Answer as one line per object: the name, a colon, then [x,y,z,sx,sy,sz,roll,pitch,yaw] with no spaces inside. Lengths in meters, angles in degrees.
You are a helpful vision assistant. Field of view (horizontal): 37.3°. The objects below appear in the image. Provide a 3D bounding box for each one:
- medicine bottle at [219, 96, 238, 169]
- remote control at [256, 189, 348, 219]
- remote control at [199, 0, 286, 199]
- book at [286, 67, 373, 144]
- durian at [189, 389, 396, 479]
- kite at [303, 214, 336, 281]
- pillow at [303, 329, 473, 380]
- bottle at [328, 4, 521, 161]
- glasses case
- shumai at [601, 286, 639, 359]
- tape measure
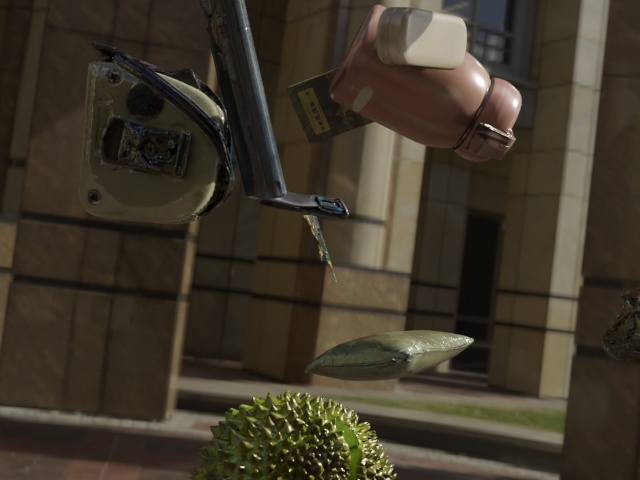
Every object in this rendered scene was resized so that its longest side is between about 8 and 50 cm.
medicine bottle: [-0.207,-0.202,1.621,0.079,0.124,0.258,-4,21,-41]
remote control: [-0.039,-0.078,1.910,0.212,0.028,0.059,9,39,-31]
remote control: [-0.110,-0.238,1.182,0.044,0.377,0.107,-18,12,-24]
book: [0.046,-0.348,2.368,0.228,0.160,0.024,-17,18,19]
durian: [-0.019,0.205,0.737,0.159,0.198,0.146,-29,33,-23]
kite: [0.000,0.000,1.196,0.004,0.122,0.090,-18,35,9]
pillow: [0.117,0.186,1.545,0.185,0.075,0.302,-11,-6,28]
bottle: [0.174,-0.235,1.531,0.297,0.173,0.206,28,25,-5]
glasses case: [0.149,-0.291,1.374,0.050,0.083,0.196,13,12,34]
shumai: [0.462,0.115,1.382,0.124,0.087,0.099,-24,10,21]
tape measure: [-0.238,-0.162,1.419,0.231,0.271,0.133,3,-2,5]
